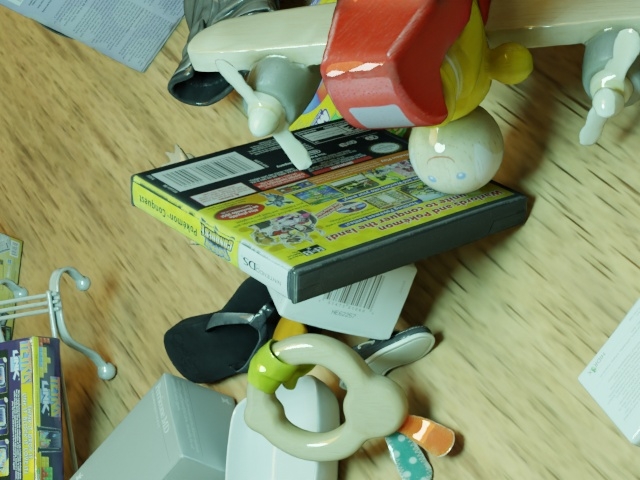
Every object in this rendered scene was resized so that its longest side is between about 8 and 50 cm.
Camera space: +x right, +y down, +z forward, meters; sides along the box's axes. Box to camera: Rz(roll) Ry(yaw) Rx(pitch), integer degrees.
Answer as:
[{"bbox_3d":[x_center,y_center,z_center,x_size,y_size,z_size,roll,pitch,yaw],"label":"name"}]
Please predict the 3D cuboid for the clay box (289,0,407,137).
[{"bbox_3d":[0.014,-0.157,1.855,0.127,0.053,0.222,-47,39,27],"label":"clay box"}]

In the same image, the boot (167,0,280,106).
[{"bbox_3d":[-0.054,-0.311,1.953,0.338,0.118,0.222,-52,25,38],"label":"boot"}]

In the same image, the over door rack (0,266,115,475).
[{"bbox_3d":[-0.362,0.208,2.073,0.240,0.108,0.324,-11,76,37],"label":"over door rack"}]

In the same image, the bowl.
[{"bbox_3d":[-0.031,0.214,1.708,0.142,0.053,0.142,-24,53,42],"label":"bowl"}]

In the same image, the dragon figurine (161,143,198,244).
[{"bbox_3d":[-0.095,-0.027,1.893,0.289,0.144,0.085,31,95,34],"label":"dragon figurine"}]

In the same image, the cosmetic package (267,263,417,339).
[{"bbox_3d":[0.000,0.000,1.690,0.231,0.117,0.085,-119,47,-63],"label":"cosmetic package"}]

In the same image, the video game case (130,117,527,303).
[{"bbox_3d":[0.006,-0.037,1.600,0.248,0.275,0.035,29,126,44],"label":"video game case"}]

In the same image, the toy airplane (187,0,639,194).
[{"bbox_3d":[0.112,-0.180,1.563,0.386,0.384,0.272,21,124,62],"label":"toy airplane"}]

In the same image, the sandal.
[{"bbox_3d":[-0.085,0.102,1.803,0.054,0.097,0.254,-37,3,-41],"label":"sandal"}]

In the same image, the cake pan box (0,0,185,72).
[{"bbox_3d":[-0.258,-0.359,2.152,0.267,0.246,0.070,-52,34,21],"label":"cake pan box"}]

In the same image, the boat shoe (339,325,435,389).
[{"bbox_3d":[0.061,0.104,1.659,0.125,0.046,0.038,-39,48,45],"label":"boat shoe"}]

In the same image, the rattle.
[{"bbox_3d":[0.037,0.145,1.633,0.143,0.200,0.130,-20,-60,-79],"label":"rattle"}]

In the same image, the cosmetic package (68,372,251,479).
[{"bbox_3d":[-0.183,0.268,1.831,0.238,0.107,0.127,-52,35,25],"label":"cosmetic package"}]

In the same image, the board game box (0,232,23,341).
[{"bbox_3d":[-0.477,0.088,2.252,0.042,0.165,0.243,-27,51,42],"label":"board game box"}]

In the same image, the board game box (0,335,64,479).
[{"bbox_3d":[-0.358,0.201,1.972,0.141,0.048,0.170,-10,76,34],"label":"board game box"}]

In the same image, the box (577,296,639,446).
[{"bbox_3d":[0.277,0.107,1.331,0.102,0.101,0.087,-55,38,16],"label":"box"}]
